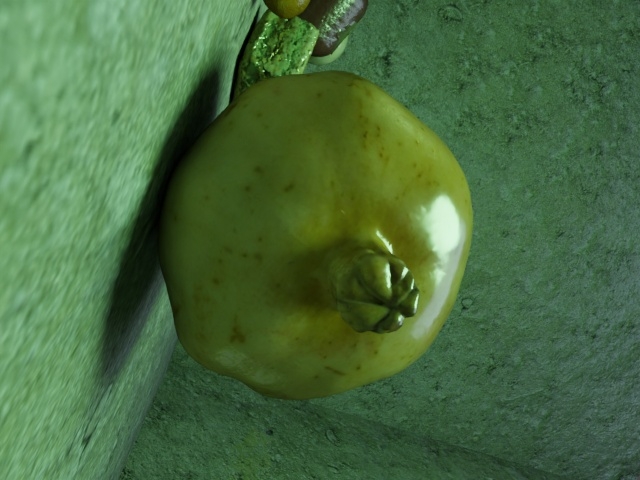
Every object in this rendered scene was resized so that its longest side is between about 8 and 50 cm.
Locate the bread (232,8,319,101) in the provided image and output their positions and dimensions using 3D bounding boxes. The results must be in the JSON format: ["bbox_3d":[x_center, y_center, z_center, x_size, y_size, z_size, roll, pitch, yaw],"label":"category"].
[{"bbox_3d":[-0.089,-0.292,0.741,0.138,0.102,0.196,-70,-166,-15],"label":"bread"}]

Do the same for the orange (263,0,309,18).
[{"bbox_3d":[-0.048,-0.352,0.577,0.085,0.084,0.085,-159,-90,-78],"label":"orange"}]

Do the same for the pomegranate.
[{"bbox_3d":[0.000,0.000,0.530,0.411,0.411,0.412,-159,-90,-78],"label":"pomegranate"}]

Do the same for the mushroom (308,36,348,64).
[{"bbox_3d":[-0.030,-0.678,1.320,0.202,0.246,0.246,-27,166,-32],"label":"mushroom"}]

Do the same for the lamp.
[{"bbox_3d":[0.007,-0.550,0.987,0.258,0.180,0.180,-46,-162,15],"label":"lamp"}]
